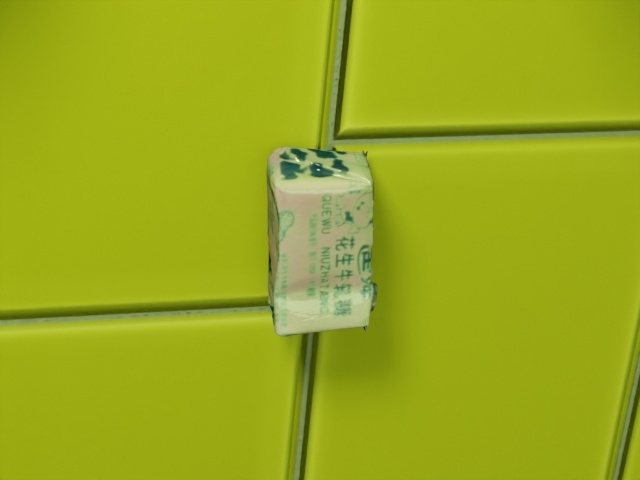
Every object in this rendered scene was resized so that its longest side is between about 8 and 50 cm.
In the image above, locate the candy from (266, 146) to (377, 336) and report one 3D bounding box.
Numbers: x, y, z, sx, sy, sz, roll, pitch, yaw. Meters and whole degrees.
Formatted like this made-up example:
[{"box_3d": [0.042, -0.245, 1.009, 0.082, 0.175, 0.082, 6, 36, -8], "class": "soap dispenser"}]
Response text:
[{"box_3d": [0.000, 0.000, 1.563, 0.092, 0.073, 0.160, -3, 122, -8], "class": "candy"}]
